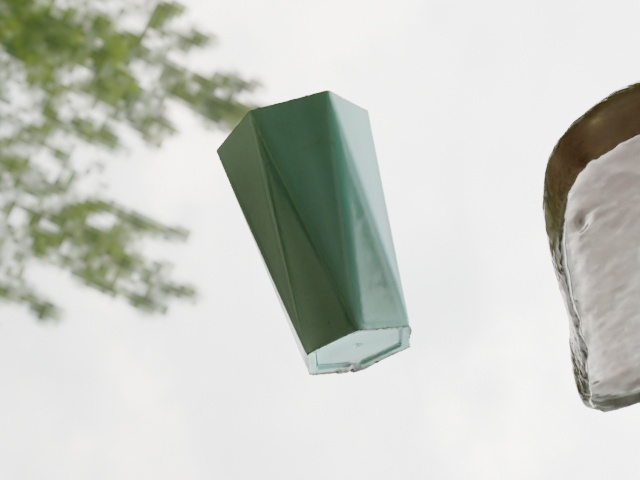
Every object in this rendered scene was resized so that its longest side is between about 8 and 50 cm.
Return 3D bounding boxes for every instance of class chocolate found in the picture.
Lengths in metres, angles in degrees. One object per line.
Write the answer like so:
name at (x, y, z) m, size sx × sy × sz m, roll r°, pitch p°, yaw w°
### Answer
chocolate at (0.209, -0.010, 1.193) m, size 0.157 × 0.254 × 0.080 m, roll -24°, pitch -132°, yaw -6°

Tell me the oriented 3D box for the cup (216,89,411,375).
cup at (0.000, 0.000, 1.748) m, size 0.148 × 0.134 × 0.236 m, roll -45°, pitch -127°, yaw 53°
